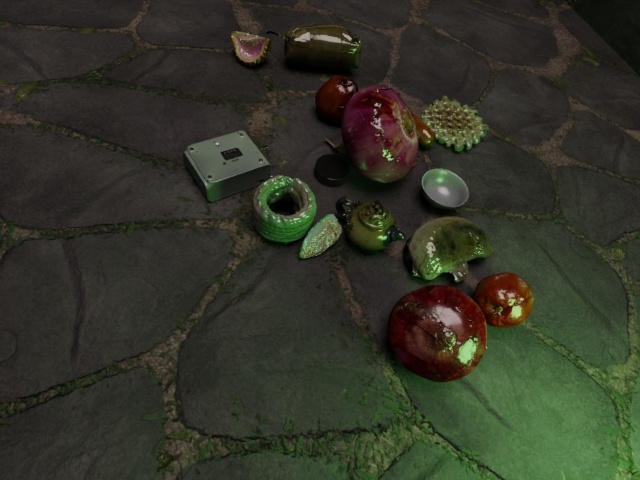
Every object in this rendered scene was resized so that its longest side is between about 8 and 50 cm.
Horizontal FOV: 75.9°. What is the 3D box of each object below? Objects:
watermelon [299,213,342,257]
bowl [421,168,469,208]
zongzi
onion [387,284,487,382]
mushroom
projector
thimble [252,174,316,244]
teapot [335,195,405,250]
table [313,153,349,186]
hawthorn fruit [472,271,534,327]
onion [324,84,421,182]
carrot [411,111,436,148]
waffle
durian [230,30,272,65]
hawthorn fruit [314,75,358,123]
[{"bbox_3d":[-0.008,-0.005,1.382,0.180,0.081,0.094,-35,85,-12],"label":"watermelon"},{"bbox_3d":[0.466,-0.181,1.585,0.189,0.086,0.189,6,58,-9],"label":"bowl"},{"bbox_3d":[-0.052,-0.957,1.953,0.447,0.181,0.418,0,44,-13],"label":"zongzi"},{"bbox_3d":[0.326,0.260,1.163,0.276,0.276,0.276,6,56,-8],"label":"onion"},{"bbox_3d":[0.452,0.022,1.421,0.344,0.130,0.247,-8,55,-16],"label":"mushroom"},{"bbox_3d":[-0.332,-0.273,1.464,0.250,0.108,0.198,-25,64,-25],"label":"projector"},{"bbox_3d":[-0.124,-0.104,1.370,0.219,0.150,0.219,6,57,-8],"label":"thimble"},{"bbox_3d":[0.165,-0.070,1.388,0.269,0.182,0.173,37,58,14],"label":"teapot"},{"bbox_3d":[0.043,-0.270,1.581,0.133,0.043,0.133,5,56,-8],"label":"table"},{"bbox_3d":[0.569,0.192,1.289,0.179,0.179,0.200,45,26,18],"label":"hawthorn fruit"},{"bbox_3d":[0.214,-0.378,1.549,0.358,0.345,0.358,24,43,-24],"label":"onion"},{"bbox_3d":[0.420,-0.481,1.779,0.087,0.087,0.193,-23,63,-25],"label":"carrot"},{"bbox_3d":[0.604,-0.530,1.866,0.292,0.056,0.309,38,58,13],"label":"waffle"},{"bbox_3d":[-0.310,-0.879,1.863,0.182,0.132,0.165,-8,47,-4],"label":"durian"},{"bbox_3d":[0.076,-0.596,1.711,0.185,0.202,0.185,8,61,-14],"label":"hawthorn fruit"}]
